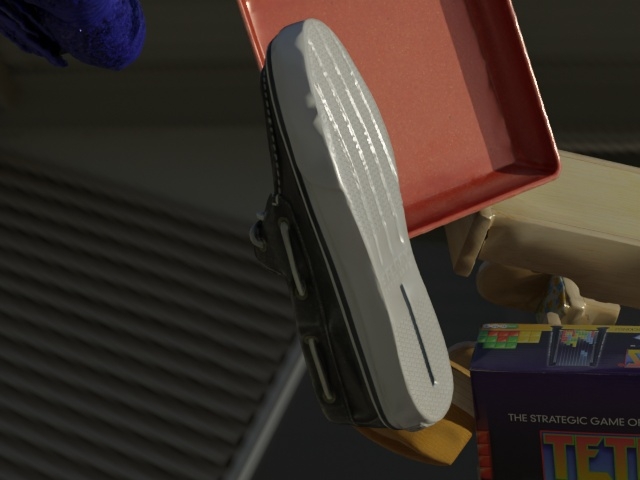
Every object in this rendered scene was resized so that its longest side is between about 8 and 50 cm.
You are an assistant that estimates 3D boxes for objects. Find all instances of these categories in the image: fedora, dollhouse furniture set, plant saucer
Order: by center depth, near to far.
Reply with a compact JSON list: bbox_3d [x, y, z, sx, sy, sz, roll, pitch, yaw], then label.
[{"bbox_3d":[0.062,-0.137,1.360,0.047,0.258,0.259,-5,-76,63],"label":"plant saucer"},{"bbox_3d":[0.076,0.144,1.396,0.194,0.079,0.194,24,-13,6],"label":"fedora"},{"bbox_3d":[0.202,0.116,1.590,0.256,0.362,0.394,12,-58,-10],"label":"dollhouse furniture set"}]

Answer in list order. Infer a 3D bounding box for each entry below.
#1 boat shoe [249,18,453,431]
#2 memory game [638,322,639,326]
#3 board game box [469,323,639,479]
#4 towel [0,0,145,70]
[{"bbox_3d":[0.000,0.000,1.231,0.119,0.121,0.335,-12,-81,26],"label":"boat shoe"},{"bbox_3d":[0.335,0.178,1.669,0.012,0.186,0.186,4,-26,-1],"label":"memory game"},{"bbox_3d":[0.169,0.115,0.822,0.170,0.048,0.141,0,-60,17],"label":"board game box"},{"bbox_3d":[-0.172,-0.185,0.675,0.228,0.076,0.308,57,-2,3],"label":"towel"}]
